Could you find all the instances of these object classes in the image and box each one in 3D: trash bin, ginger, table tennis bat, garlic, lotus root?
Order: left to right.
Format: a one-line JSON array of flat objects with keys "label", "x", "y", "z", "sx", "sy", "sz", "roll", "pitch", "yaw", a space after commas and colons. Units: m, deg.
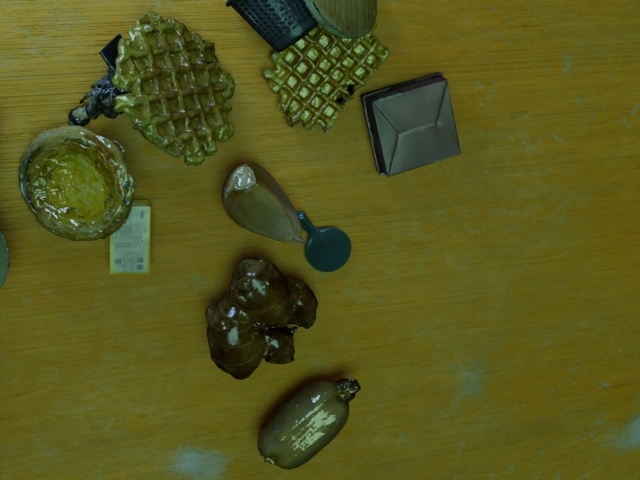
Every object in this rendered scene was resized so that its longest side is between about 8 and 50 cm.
[{"label": "ginger", "x": -0.164, "y": 0.215, "z": 1.869, "sx": 0.274, "sy": 0.152, "sz": 0.357, "roll": 20, "pitch": 106, "yaw": -40}, {"label": "garlic", "x": -0.138, "y": -0.085, "z": 1.747, "sx": 0.245, "sy": 0.164, "sz": 0.145, "roll": 45, "pitch": 78, "yaw": -29}, {"label": "trash bin", "x": -0.093, "y": -0.504, "z": 1.576, "sx": 0.175, "sy": 0.175, "sz": 0.161, "roll": -36, "pitch": 103, "yaw": 2}, {"label": "lotus root", "x": -0.028, "y": 0.492, "z": 2.001, "sx": 0.343, "sy": 0.151, "sz": 0.169, "roll": -44, "pitch": 101, "yaw": 4}, {"label": "table tennis bat", "x": 0.000, "y": 0.000, "z": 1.884, "sx": 0.124, "sy": 0.033, "sz": 0.201, "roll": -40, "pitch": 116, "yaw": 2}]

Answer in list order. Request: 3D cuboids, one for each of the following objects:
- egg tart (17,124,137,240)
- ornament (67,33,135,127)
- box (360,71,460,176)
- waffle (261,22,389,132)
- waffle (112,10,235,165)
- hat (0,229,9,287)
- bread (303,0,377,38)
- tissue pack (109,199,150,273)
[{"label": "egg tart", "x": -0.539, "y": -0.136, "z": 1.642, "sx": 0.291, "sy": 0.107, "sz": 0.290, "roll": 3, "pitch": 104, "yaw": 10}, {"label": "ornament", "x": -0.492, "y": -0.322, "z": 1.595, "sx": 0.196, "sy": 0.166, "sz": 0.153, "roll": -28, "pitch": 114, "yaw": 14}, {"label": "box", "x": 0.228, "y": -0.285, "z": 1.800, "sx": 0.215, "sy": 0.086, "sz": 0.215, "roll": -17, "pitch": 114, "yaw": -6}, {"label": "waffle", "x": 0.013, "y": -0.400, "z": 1.718, "sx": 0.310, "sy": 0.065, "sz": 0.283, "roll": -8, "pitch": 110, "yaw": -7}, {"label": "waffle", "x": -0.310, "y": -0.330, "z": 1.577, "sx": 0.325, "sy": 0.068, "sz": 0.302, "roll": 37, "pitch": 57, "yaw": -41}, {"label": "hat", "x": -0.826, "y": 0.017, "z": 1.635, "sx": 0.257, "sy": 0.130, "sz": 0.257, "roll": -5, "pitch": 112, "yaw": -12}, {"label": "bread", "x": 0.032, "y": -0.567, "z": 1.590, "sx": 0.267, "sy": 0.040, "sz": 0.266, "roll": 14, "pitch": 70, "yaw": -46}, {"label": "tissue pack", "x": -0.462, "y": -0.010, "z": 1.751, "sx": 0.095, "sy": 0.062, "sz": 0.176, "roll": 0, "pitch": 110, "yaw": -16}]
